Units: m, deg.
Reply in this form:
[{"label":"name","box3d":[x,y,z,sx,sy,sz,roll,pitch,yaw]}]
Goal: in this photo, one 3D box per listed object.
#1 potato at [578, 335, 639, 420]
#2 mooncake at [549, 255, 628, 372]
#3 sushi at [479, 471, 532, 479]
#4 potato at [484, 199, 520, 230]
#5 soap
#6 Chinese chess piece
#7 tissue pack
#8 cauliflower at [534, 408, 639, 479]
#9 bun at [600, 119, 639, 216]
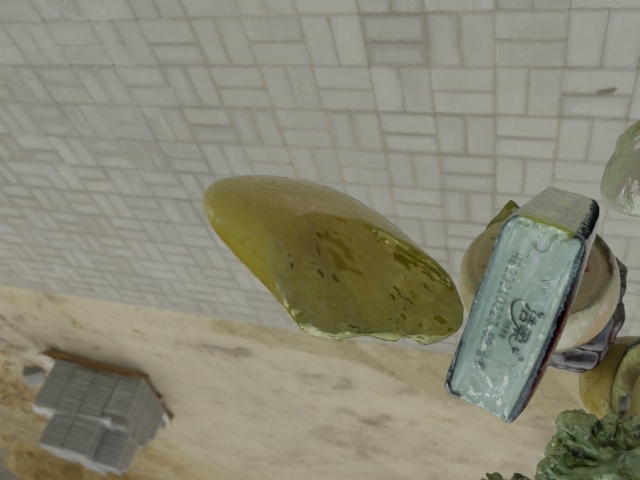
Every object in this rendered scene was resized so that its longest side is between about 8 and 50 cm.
[{"label":"potato","box3d":[0.842,0.396,1.846,0.242,0.286,0.242,6,178,0]},{"label":"mooncake","box3d":[0.695,0.180,1.804,0.212,0.351,0.381,12,-174,3]},{"label":"sushi","box3d":[0.308,0.623,1.232,0.240,0.352,0.396,-6,164,26]},{"label":"potato","box3d":[0.433,0.002,1.522,0.081,0.120,0.149,42,155,42]},{"label":"soap","box3d":[0.001,-0.003,0.957,0.306,0.427,0.115,-3,118,-33]},{"label":"Chinese chess piece","box3d":[0.353,0.068,1.061,0.249,0.250,0.103,2,136,21]},{"label":"tissue pack","box3d":[0.221,0.050,0.669,0.081,0.257,0.185,21,108,22]},{"label":"cauliflower","box3d":[0.641,0.488,1.454,0.326,0.260,0.281,-23,142,-17]},{"label":"bun","box3d":[0.709,-0.181,1.327,0.293,0.293,0.187,-15,107,40]}]
